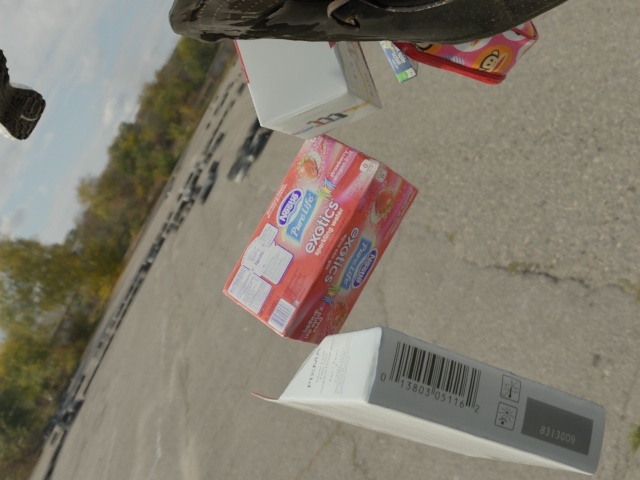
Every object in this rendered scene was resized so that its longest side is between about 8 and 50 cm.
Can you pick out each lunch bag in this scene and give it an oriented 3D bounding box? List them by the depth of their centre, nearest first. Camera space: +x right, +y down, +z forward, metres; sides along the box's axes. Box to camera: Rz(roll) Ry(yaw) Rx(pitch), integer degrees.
[{"bbox_3d":[0.188,-0.366,1.103,0.120,0.258,0.293,-53,42,40],"label":"lunch bag"}]

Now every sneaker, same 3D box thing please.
[{"bbox_3d":[-0.492,-0.222,1.062,0.271,0.108,0.100,93,-159,-77],"label":"sneaker"}]

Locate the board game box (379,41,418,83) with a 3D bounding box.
[{"bbox_3d":[0.114,-0.388,1.308,0.035,0.201,0.136,-22,26,21],"label":"board game box"}]

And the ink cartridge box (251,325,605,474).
[{"bbox_3d":[0.114,0.207,0.976,0.385,0.308,0.091,-21,51,65],"label":"ink cartridge box"}]

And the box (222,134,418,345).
[{"bbox_3d":[0.000,0.000,1.192,0.154,0.142,0.300,30,93,34],"label":"box"}]

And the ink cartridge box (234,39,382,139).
[{"bbox_3d":[-0.011,-0.223,1.017,0.127,0.128,0.176,-20,-4,18],"label":"ink cartridge box"}]

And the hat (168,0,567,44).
[{"bbox_3d":[0.065,-0.209,0.457,0.331,0.331,0.134,-179,80,-76],"label":"hat"}]
